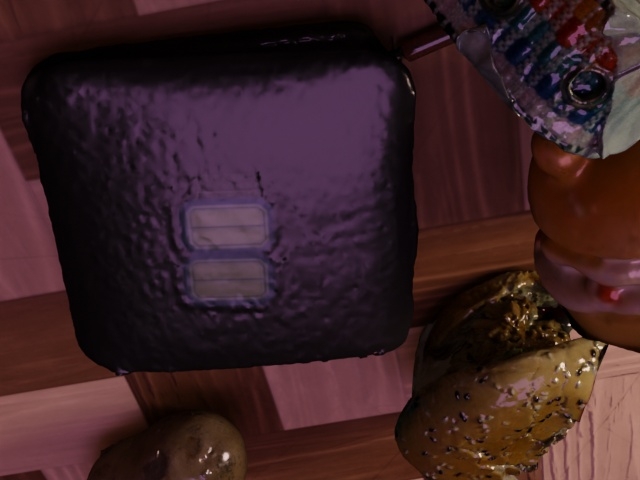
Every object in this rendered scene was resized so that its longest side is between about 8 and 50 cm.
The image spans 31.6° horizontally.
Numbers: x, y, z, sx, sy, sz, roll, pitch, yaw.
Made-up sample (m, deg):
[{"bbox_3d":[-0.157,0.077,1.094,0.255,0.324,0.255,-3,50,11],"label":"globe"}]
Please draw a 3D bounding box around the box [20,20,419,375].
[{"bbox_3d":[-0.086,-0.031,1.098,0.359,0.091,0.350,-5,121,0],"label":"box"}]

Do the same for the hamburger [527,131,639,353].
[{"bbox_3d":[0.320,-0.057,1.047,0.276,0.276,0.236,-19,121,14],"label":"hamburger"}]

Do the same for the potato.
[{"bbox_3d":[-0.192,0.310,1.435,0.262,0.165,0.165,-33,130,30],"label":"potato"}]

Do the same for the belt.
[{"bbox_3d":[0.191,-0.194,0.893,0.257,0.207,0.150,51,124,6],"label":"belt"}]

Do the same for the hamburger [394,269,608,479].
[{"bbox_3d":[0.194,0.165,1.308,0.192,0.167,0.288,10,134,-19],"label":"hamburger"}]

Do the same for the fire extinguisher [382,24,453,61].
[{"bbox_3d":[0.099,-0.186,1.046,0.083,0.022,0.028,-20,96,16],"label":"fire extinguisher"}]
